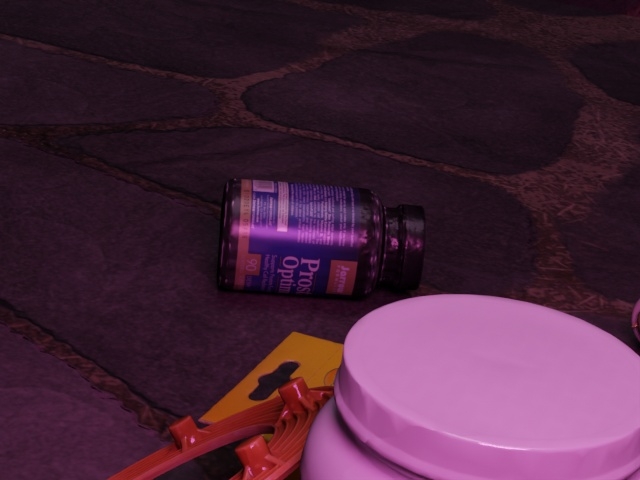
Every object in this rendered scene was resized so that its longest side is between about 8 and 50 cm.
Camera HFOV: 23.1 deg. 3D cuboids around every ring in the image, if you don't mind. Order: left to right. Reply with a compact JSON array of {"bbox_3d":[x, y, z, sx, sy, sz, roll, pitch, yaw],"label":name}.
[{"bbox_3d":[-0.133,0.184,1.125,0.336,0.032,0.336,-27,5,3],"label":"ring"}]

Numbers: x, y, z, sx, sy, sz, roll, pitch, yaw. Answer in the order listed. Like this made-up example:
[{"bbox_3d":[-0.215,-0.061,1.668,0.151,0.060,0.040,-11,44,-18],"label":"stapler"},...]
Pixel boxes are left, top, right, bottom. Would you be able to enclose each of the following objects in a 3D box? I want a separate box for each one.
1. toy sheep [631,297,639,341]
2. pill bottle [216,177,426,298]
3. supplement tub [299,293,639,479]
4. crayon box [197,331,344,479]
[{"bbox_3d":[0.378,0.086,1.662,0.091,0.091,0.132,25,16,36],"label":"toy sheep"},{"bbox_3d":[0.000,0.000,1.703,0.219,0.123,0.123,4,24,-5],"label":"pill bottle"},{"bbox_3d":[0.092,0.216,1.005,0.228,0.316,0.228,5,24,-2],"label":"supplement tub"},{"bbox_3d":[0.076,0.188,1.353,0.318,0.081,0.202,17,26,20],"label":"crayon box"}]
